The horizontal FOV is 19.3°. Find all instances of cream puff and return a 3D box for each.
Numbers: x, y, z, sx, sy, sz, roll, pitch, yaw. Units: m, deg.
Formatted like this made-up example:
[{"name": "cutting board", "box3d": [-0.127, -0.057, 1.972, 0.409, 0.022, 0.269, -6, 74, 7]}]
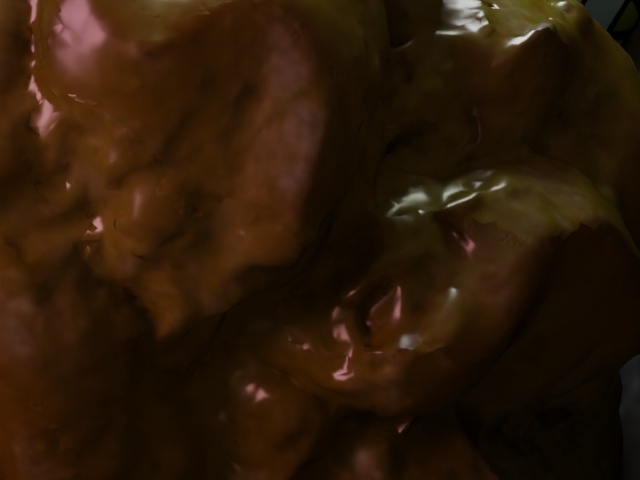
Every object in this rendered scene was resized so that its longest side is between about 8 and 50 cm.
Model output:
[{"name": "cream puff", "box3d": [0.000, -0.001, 0.648, 0.291, 0.257, 0.324, -34, -39, -78]}]

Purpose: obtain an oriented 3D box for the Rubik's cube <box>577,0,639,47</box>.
[{"name": "Rubik's cube", "box3d": [0.077, -0.122, 0.783, 0.133, 0.112, 0.133, -38, 42, 44]}]
